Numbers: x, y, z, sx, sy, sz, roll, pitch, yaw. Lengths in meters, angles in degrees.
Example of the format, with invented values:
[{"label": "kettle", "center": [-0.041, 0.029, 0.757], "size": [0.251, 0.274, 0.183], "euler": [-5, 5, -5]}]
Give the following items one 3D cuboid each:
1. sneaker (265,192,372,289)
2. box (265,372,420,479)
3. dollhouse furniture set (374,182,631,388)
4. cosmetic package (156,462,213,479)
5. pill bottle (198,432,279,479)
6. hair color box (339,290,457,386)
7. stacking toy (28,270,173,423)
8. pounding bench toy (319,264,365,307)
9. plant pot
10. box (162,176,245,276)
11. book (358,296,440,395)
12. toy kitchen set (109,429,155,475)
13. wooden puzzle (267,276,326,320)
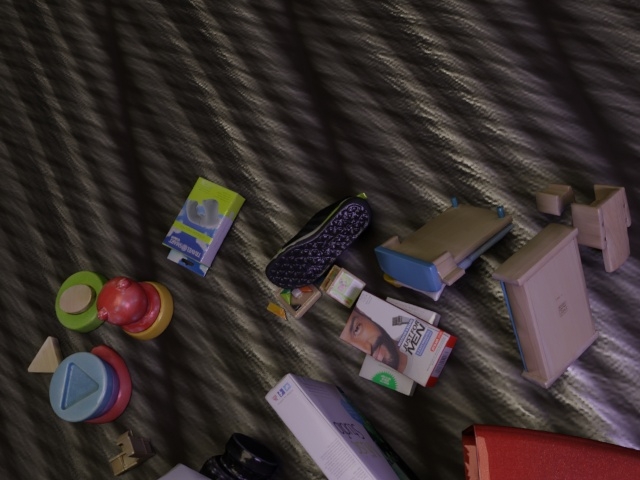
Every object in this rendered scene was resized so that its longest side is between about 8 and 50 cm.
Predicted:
[{"label": "sneaker", "center": [0.000, 0.000, 1.191], "size": [0.234, 0.084, 0.097], "euler": [-37, 20, 2]}, {"label": "box", "center": [0.075, 0.340, 0.959], "size": [0.058, 0.232, 0.322], "euler": [-45, 64, 3]}, {"label": "dollhouse furniture set", "center": [0.294, 0.045, 1.060], "size": [0.286, 0.198, 0.303], "euler": [-35, 29, -24]}, {"label": "cosmetic package", "center": [-0.086, 0.517, 0.884], "size": [0.377, 0.097, 0.284], "euler": [17, 107, 25]}, {"label": "pill bottle", "center": [-0.166, 0.442, 1.081], "size": [0.123, 0.123, 0.219], "euler": [30, 85, 27]}, {"label": "hair color box", "center": [0.126, 0.160, 1.063], "size": [0.167, 0.053, 0.093], "euler": [25, 89, 30]}, {"label": "stacking toy", "center": [-0.475, 0.189, 1.280], "size": [0.279, 0.130, 0.309], "euler": [18, 80, 25]}, {"label": "pounding bench toy", "center": [0.050, 0.089, 1.150], "size": [0.083, 0.065, 0.052], "euler": [34, 86, -12]}, {"label": "plant pot", "center": [0.323, 0.380, 0.849], "size": [0.235, 0.267, 0.267], "euler": [-5, 71, 7]}, {"label": "box", "center": [-0.241, -0.029, 1.308], "size": [0.109, 0.042, 0.178], "euler": [24, 82, 26]}, {"label": "book", "center": [0.135, 0.179, 1.102], "size": [0.096, 0.035, 0.144], "euler": [16, 82, 27]}, {"label": "toy kitchen set", "center": [-0.370, 0.386, 1.204], "size": [0.083, 0.075, 0.068], "euler": [-32, 63, 5]}, {"label": "wooden puzzle", "center": [-0.044, 0.100, 1.205], "size": [0.078, 0.014, 0.116], "euler": [37, 88, 27]}]
